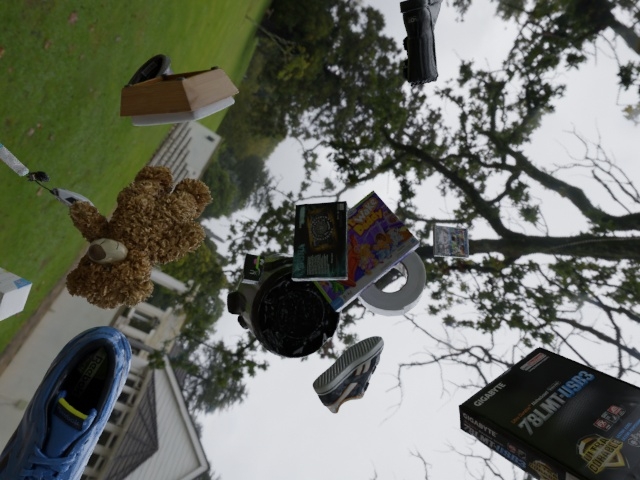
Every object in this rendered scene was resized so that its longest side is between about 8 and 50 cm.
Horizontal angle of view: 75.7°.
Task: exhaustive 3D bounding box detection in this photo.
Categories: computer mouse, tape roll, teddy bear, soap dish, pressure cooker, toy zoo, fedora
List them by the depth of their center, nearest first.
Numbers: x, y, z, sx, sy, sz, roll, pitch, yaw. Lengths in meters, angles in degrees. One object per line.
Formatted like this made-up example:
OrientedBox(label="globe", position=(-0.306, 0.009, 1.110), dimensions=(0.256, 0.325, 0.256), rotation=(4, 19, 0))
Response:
OrientedBox(label="teddy bear", position=(-0.346, -0.032, 0.798), dimensions=(0.338, 0.245, 0.113), rotation=(-49, 174, -41))
OrientedBox(label="computer mouse", position=(-0.669, -0.119, 1.087), dimensions=(0.105, 0.193, 0.042), rotation=(1, -124, 47))
OrientedBox(label="toy zoo", position=(-0.922, -0.286, 1.127), dimensions=(0.192, 0.293, 0.030), rotation=(28, -115, 30))
OrientedBox(label="soap dish", position=(-0.431, -0.437, 1.245), dimensions=(0.290, 0.118, 0.229), rotation=(5, -147, 26))
OrientedBox(label="tape roll", position=(0.272, 0.154, 1.633), dimensions=(0.100, 0.285, 0.287), rotation=(72, 38, -63))
OrientedBox(label="pressure cooker", position=(-0.155, 0.248, 1.680), dimensions=(0.376, 0.370, 0.420), rotation=(-52, -159, -10))
OrientedBox(label="fedora", position=(-0.708, -0.659, 1.759), dimensions=(0.243, 0.124, 0.276), rotation=(-9, -124, 28))

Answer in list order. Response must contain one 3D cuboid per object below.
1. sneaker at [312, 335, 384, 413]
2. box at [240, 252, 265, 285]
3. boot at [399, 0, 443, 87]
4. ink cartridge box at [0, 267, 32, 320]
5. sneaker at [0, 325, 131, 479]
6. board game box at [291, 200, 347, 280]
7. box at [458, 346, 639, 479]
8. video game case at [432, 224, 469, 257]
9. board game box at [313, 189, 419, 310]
OrientedBox(label="sneaker", position=(0.117, 0.465, 1.441), dimensions=(0.321, 0.128, 0.126), rotation=(-31, -170, -31))
OrientedBox(label="box", position=(-0.210, 0.090, 1.282), dimensions=(0.052, 0.062, 0.084), rotation=(130, -32, -65))
OrientedBox(label="boot", position=(0.273, -0.534, 1.103), dimensions=(0.094, 0.208, 0.246), rotation=(2, -149, 25))
OrientedBox(label="ink cartridge box", position=(-0.850, 0.128, 1.057), dimensions=(0.090, 0.143, 0.092), rotation=(-64, -179, 13))
OrientedBox(label="sneaker", position=(-0.223, 0.172, 0.339), dimensions=(0.082, 0.069, 0.210), rotation=(-22, -135, 63))
OrientedBox(label="board game box", position=(0.000, 0.000, 0.947), dimensions=(0.026, 0.125, 0.187), rotation=(63, 27, -65))
OrientedBox(label="box", position=(0.477, 0.342, 0.786), dimensions=(0.293, 0.295, 0.074), rotation=(20, -57, 55))
OrientedBox(label="video game case", position=(0.371, 0.004, 1.170), dimensions=(0.011, 0.121, 0.087), rotation=(161, -69, -65))
OrientedBox(label="board game box", position=(0.117, 0.035, 1.364), dimensions=(0.347, 0.233, 0.078), rotation=(-40, 164, 1))
